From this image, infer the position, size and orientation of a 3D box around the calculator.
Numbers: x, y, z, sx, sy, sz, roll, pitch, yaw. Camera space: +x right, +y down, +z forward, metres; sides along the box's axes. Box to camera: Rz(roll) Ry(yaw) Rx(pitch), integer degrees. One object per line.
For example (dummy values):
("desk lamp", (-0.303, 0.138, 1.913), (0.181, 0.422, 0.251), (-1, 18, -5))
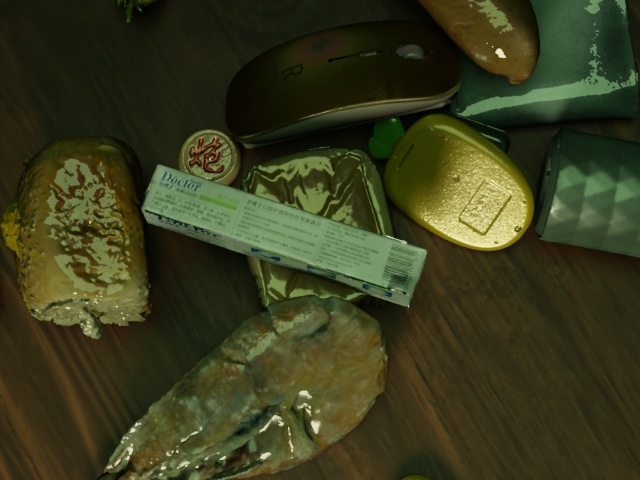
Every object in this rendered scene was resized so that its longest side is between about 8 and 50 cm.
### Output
("calculator", (0.163, -0.078, 1.752), (0.235, 0.032, 0.146), (32, 116, 2))

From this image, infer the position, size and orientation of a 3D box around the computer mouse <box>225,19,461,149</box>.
("computer mouse", (0.024, -0.204, 1.758), (0.310, 0.072, 0.158), (-11, 47, 8))

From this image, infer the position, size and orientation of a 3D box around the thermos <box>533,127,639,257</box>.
("thermos", (0.420, -0.060, 1.722), (0.286, 0.145, 0.182), (10, 71, 2))

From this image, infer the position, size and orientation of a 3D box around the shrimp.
("shrimp", (-0.108, 0.231, 1.689), (0.446, 0.110, 0.221), (-35, 122, 5))

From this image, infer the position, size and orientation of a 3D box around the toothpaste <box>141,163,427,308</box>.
("toothpaste", (-0.043, -0.005, 1.641), (0.336, 0.081, 0.067), (18, 77, 3))

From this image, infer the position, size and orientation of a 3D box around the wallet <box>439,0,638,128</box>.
("wallet", (0.279, -0.288, 1.811), (0.251, 0.054, 0.290), (-7, 79, 3))

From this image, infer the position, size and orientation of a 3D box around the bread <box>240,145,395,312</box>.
("bread", (-0.001, -0.002, 1.739), (0.192, 0.110, 0.210), (-14, 79, -4))

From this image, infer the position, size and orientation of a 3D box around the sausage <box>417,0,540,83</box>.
("sausage", (0.116, -0.405, 1.773), (0.123, 0.136, 0.501), (-32, 71, -22))

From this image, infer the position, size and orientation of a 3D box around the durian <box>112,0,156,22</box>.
("durian", (-0.249, -0.370, 1.825), (0.086, 0.100, 0.215), (-9, 72, 4))

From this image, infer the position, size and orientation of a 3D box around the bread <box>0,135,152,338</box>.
("bread", (-0.302, 0.003, 1.707), (0.176, 0.195, 0.246), (-6, 78, -3))

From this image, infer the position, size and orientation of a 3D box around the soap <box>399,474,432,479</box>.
("soap", (0.149, 0.365, 1.700), (0.168, 0.033, 0.089), (41, 86, 8))

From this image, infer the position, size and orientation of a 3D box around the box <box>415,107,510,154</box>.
("box", (0.175, -0.114, 1.772), (0.126, 0.031, 0.091), (21, 116, 5))

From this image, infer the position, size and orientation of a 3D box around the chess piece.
("chess piece", (-0.145, -0.106, 1.802), (0.084, 0.038, 0.083), (-1, 78, 4))
